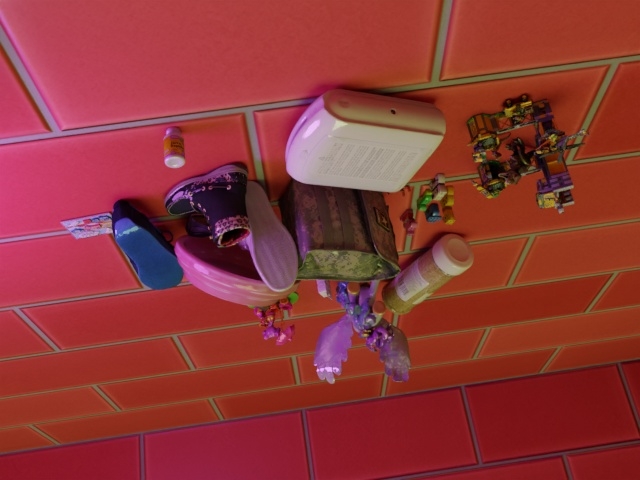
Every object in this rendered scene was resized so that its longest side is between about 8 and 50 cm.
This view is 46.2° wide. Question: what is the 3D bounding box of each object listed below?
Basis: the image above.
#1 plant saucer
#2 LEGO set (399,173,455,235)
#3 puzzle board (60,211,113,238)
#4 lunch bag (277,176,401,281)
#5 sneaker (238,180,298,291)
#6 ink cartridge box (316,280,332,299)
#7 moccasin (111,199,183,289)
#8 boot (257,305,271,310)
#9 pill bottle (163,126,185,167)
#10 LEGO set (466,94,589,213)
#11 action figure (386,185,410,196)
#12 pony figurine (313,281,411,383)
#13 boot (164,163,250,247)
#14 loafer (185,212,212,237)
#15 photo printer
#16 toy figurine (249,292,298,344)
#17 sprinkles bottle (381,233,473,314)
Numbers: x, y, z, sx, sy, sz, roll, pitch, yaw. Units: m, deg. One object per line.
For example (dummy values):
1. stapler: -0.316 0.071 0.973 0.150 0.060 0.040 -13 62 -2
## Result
1. plant saucer: -0.217 0.080 1.923 0.332 0.332 0.084 11 106 -33
2. LEGO set: 0.307 -0.076 2.005 0.087 0.093 0.227 2 150 -21
3. puzzle board: -0.578 -0.035 1.902 0.128 0.011 0.096 -10 152 3
4. lunch bag: 0.061 -0.028 1.867 0.287 0.235 0.169 3 147 -22
5. sneaker: -0.135 0.014 1.844 0.108 0.292 0.169 -16 158 -14
6. ink cartridge box: 0.011 0.145 2.345 0.028 0.083 0.048 -18 151 17
7. moccasin: -0.434 0.008 1.926 0.138 0.117 0.342 -19 149 -7
8. boot: -0.204 0.134 2.297 0.106 0.082 0.219 -43 138 14
9. pill bottle: -0.311 -0.199 1.593 0.043 0.083 0.043 -8 152 -4
10. LEGO set: 0.482 -0.168 1.776 0.255 0.192 0.331 -12 152 5
11. action figure: 0.179 -0.136 1.926 0.115 0.030 0.038 13 150 -33
12. pony figurine: 0.139 0.244 2.315 0.303 0.351 0.363 4 148 1
13. boot: -0.266 -0.063 1.761 0.236 0.178 0.085 -22 150 22
14. loafer: -0.261 -0.041 1.936 0.170 0.062 0.061 -3 147 -15
15. photo printer: 0.084 -0.215 1.658 0.308 0.107 0.256 4 150 -22
16. toy figurine: -0.148 0.264 2.441 0.173 0.159 0.130 -11 152 4
17. sprinkles bottle: 0.326 0.111 2.337 0.121 0.121 0.355 6 149 -27
